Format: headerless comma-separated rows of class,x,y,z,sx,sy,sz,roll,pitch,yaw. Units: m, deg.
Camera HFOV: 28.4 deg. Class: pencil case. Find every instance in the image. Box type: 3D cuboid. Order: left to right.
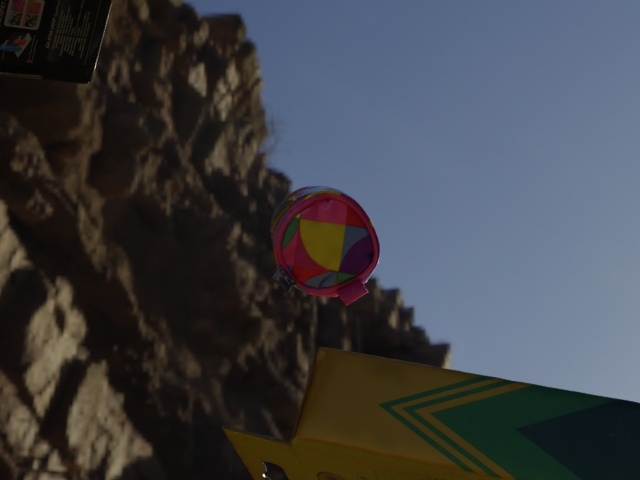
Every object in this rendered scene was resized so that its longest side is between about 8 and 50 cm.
pencil case,0.000,0.000,1.212,0.104,0.104,0.236,0,6,-2

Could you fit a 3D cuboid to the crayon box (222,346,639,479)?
crayon box,0.104,0.171,0.935,0.319,0.081,0.202,9,-28,14

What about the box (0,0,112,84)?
box,-0.194,-0.205,0.724,0.175,0.051,0.220,2,-61,-34
